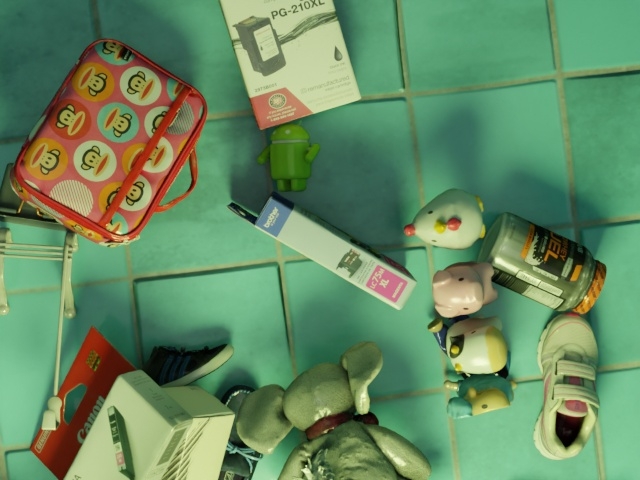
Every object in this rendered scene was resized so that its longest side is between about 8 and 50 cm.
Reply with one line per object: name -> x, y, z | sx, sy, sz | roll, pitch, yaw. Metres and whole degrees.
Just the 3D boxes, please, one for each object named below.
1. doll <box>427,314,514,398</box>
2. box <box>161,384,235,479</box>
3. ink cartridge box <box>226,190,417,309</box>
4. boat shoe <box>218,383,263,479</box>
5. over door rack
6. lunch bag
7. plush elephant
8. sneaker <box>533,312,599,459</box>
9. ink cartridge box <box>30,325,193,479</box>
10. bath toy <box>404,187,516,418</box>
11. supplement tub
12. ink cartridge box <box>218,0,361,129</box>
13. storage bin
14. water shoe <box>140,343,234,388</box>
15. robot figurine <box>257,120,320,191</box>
doll -> 0.255, 0.202, 1.871 | 0.129, 0.046, 0.189 | -40, 96, -5
box -> -0.230, 0.376, 1.784 | 0.094, 0.113, 0.275 | 2, 108, -43
ink cartridge box -> 0.000, 0.000, 1.780 | 0.311, 0.186, 0.065 | 28, 94, -3
boat shoe -> -0.139, 0.368, 1.837 | 0.109, 0.089, 0.258 | 7, 92, -3
over door rack -> -0.519, 0.140, 1.787 | 0.240, 0.108, 0.324 | 3, 71, -3
lunch bag -> -0.315, -0.140, 1.763 | 0.258, 0.120, 0.293 | 32, 72, -13
plush elephant -> 0.023, 0.312, 1.762 | 0.272, 0.330, 0.255 | -17, 57, 11
sneaker -> 0.414, 0.246, 1.848 | 0.103, 0.111, 0.252 | 1, 92, -3
ink cartridge box -> -0.348, 0.310, 1.749 | 0.239, 0.060, 0.275 | 39, 113, 21
bath toy -> 0.218, 0.094, 1.760 | 0.129, 0.151, 0.348 | -13, 94, -21
supplement tub -> 0.361, 0.041, 1.835 | 0.190, 0.117, 0.117 | 24, 91, -4
ink cartridge box -> -0.053, -0.317, 1.791 | 0.172, 0.100, 0.237 | -18, 102, -2
storage bin -> -0.457, -0.071, 1.807 | 0.135, 0.098, 0.091 | 8, 82, -3
water shoe -> -0.242, 0.203, 1.835 | 0.203, 0.073, 0.080 | -26, 88, -3
robot figurine -> -0.049, -0.137, 1.832 | 0.101, 0.067, 0.115 | 0, 94, 27
